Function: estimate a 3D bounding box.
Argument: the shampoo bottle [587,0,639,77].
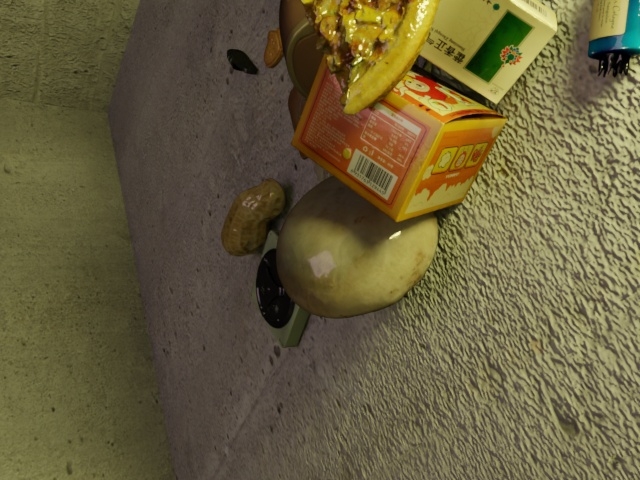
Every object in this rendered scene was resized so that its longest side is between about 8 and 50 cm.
[{"bbox_3d":[0.460,-0.345,0.928,0.087,0.050,0.183,11,98,54],"label":"shampoo bottle"}]

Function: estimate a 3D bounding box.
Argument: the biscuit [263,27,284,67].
[{"bbox_3d":[-0.146,-0.612,1.889,0.140,0.023,0.118,-47,52,46],"label":"biscuit"}]

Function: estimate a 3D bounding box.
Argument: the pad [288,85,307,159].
[{"bbox_3d":[-0.012,-0.402,1.635,0.284,0.018,0.287,-55,35,40],"label":"pad"}]

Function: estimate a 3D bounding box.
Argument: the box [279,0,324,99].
[{"bbox_3d":[0.045,-0.477,1.350,0.301,0.301,0.216,-53,44,42],"label":"box"}]

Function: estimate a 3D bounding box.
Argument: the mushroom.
[{"bbox_3d":[0.085,0.021,1.301,0.362,0.295,0.362,-22,40,20],"label":"mushroom"}]

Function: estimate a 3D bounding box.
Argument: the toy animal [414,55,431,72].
[{"bbox_3d":[0.222,-0.344,1.280,0.086,0.069,0.220,-5,83,60],"label":"toy animal"}]

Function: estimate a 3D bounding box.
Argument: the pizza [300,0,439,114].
[{"bbox_3d":[0.111,-0.370,0.981,0.268,0.087,0.258,-28,71,18],"label":"pizza"}]

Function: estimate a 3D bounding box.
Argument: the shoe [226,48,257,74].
[{"bbox_3d":[-0.272,-0.595,2.043,0.179,0.071,0.049,53,135,38],"label":"shoe"}]

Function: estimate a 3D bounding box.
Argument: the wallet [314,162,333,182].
[{"bbox_3d":[0.075,-0.244,1.507,0.335,0.068,0.275,39,117,58],"label":"wallet"}]

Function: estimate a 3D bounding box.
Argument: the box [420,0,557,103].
[{"bbox_3d":[0.276,-0.373,1.059,0.168,0.212,0.095,-54,8,43],"label":"box"}]

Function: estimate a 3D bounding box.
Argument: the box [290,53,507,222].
[{"bbox_3d":[0.149,-0.213,1.145,0.283,0.259,0.214,40,125,26],"label":"box"}]

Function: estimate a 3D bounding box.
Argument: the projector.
[{"bbox_3d":[-0.116,0.140,1.760,0.257,0.079,0.259,50,130,44],"label":"projector"}]

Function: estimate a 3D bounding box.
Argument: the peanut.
[{"bbox_3d":[-0.209,-0.067,1.862,0.153,0.140,0.325,57,131,16],"label":"peanut"}]
